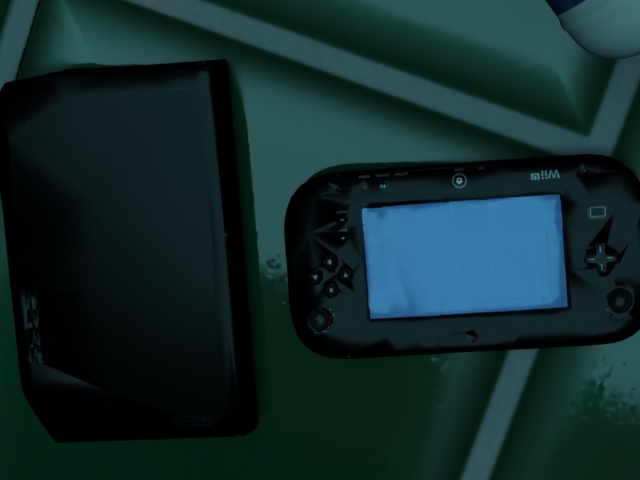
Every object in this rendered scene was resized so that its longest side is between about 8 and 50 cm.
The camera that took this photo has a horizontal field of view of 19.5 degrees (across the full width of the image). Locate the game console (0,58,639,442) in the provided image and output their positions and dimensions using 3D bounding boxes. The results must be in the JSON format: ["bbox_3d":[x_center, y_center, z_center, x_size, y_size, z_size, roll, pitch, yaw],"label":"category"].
[{"bbox_3d":[0.000,0.000,1.039,0.361,0.044,0.213,-4,100,8],"label":"game console"}]

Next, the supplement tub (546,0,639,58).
[{"bbox_3d":[0.135,-0.275,0.871,0.235,0.235,0.325,-35,94,13],"label":"supplement tub"}]
